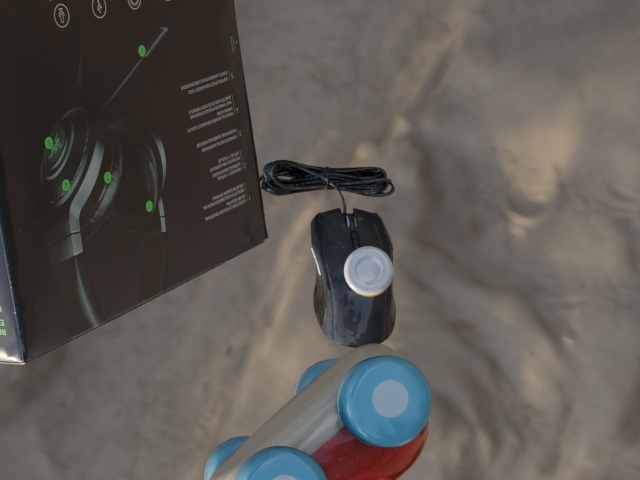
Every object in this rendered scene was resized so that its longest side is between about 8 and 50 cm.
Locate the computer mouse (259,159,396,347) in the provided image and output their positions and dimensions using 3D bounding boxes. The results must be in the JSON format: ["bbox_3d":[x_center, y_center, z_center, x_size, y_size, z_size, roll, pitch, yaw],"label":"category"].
[{"bbox_3d":[0.000,0.000,1.874,0.060,0.184,0.262,102,171,-53],"label":"computer mouse"}]

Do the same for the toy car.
[{"bbox_3d":[0.044,0.231,1.348,0.210,0.238,0.219,-40,4,-12],"label":"toy car"}]

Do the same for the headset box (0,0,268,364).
[{"bbox_3d":[-0.160,-0.083,0.930,0.131,0.246,0.283,1,107,31],"label":"headset box"}]

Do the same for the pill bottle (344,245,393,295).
[{"bbox_3d":[0.044,0.028,1.441,0.083,0.043,0.043,52,-121,-85],"label":"pill bottle"}]
